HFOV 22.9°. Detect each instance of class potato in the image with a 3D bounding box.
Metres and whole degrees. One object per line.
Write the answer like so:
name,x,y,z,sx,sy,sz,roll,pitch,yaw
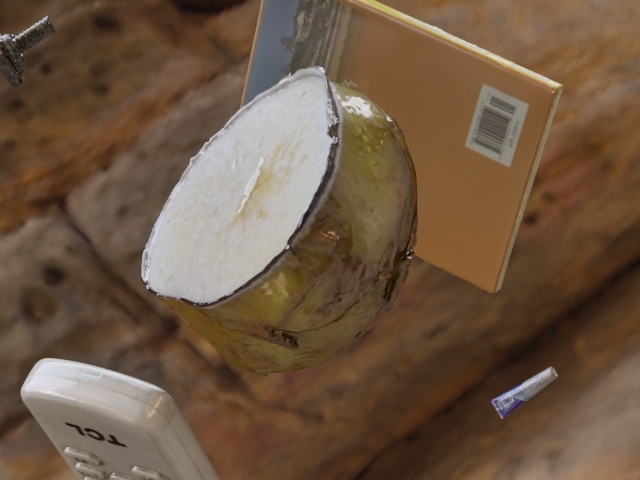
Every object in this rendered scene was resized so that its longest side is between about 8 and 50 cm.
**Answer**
potato,0.000,0.000,1.360,0.300,0.196,0.246,1,63,64

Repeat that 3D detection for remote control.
remote control,-0.094,0.128,0.853,0.029,0.087,0.190,-64,-28,-30

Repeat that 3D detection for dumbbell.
dumbbell,-0.416,-0.181,1.824,0.254,0.081,0.081,-33,-5,-1

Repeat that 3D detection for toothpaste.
toothpaste,0.226,0.167,1.756,0.083,0.024,0.015,-39,-18,25

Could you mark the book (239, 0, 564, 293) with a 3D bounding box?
book,0.072,-0.128,1.771,0.028,0.374,0.262,-33,-36,-50
